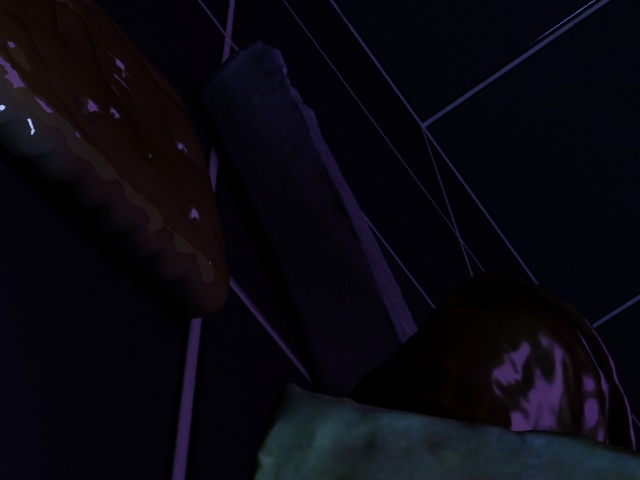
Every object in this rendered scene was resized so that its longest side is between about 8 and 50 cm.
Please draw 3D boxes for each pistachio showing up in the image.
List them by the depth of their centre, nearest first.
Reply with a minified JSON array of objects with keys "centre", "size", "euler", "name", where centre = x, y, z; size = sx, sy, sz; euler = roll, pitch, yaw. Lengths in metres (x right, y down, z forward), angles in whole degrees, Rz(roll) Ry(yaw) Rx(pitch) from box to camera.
[{"centre":[0.083,0.108,0.710],"size":[0.130,0.165,0.210],"euler":[101,2,-60],"name":"pistachio"}]

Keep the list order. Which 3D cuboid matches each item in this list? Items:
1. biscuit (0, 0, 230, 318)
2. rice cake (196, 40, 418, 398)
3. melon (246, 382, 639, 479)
[{"centre":[-0.154,-0.116,0.669],"size":[0.325,0.044,0.217],"euler":[48,15,-35],"name":"biscuit"},{"centre":[0.000,0.000,0.901],"size":[0.056,0.072,0.365],"euler":[46,14,-51],"name":"rice cake"},{"centre":[0.125,0.220,0.480],"size":[0.331,0.226,0.343],"euler":[52,-6,40],"name":"melon"}]
